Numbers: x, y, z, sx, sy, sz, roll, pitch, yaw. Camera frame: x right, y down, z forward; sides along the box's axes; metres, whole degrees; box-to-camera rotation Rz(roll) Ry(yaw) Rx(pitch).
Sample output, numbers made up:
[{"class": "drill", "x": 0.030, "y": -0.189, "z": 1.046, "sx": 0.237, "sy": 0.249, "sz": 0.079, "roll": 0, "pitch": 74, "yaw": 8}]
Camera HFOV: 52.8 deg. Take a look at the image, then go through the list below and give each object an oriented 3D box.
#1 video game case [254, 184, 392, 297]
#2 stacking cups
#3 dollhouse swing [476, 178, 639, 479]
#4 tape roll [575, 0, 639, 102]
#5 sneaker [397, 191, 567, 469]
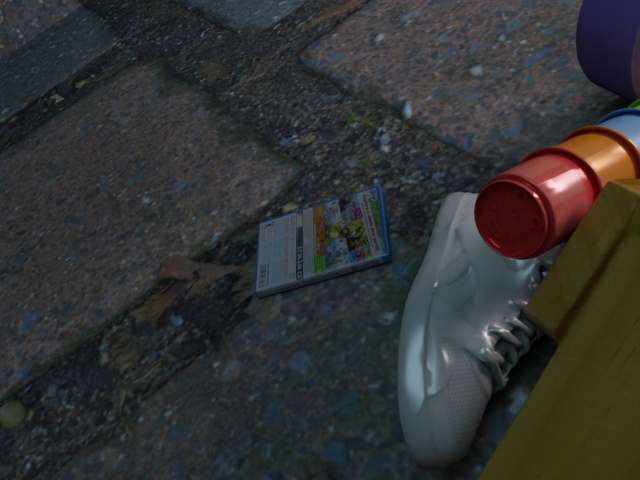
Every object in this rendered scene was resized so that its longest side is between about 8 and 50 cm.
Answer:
[{"class": "video game case", "x": 0.000, "y": 0.000, "z": 0.778, "sx": 0.166, "sy": 0.015, "sz": 0.119, "roll": -17, "pitch": 43, "yaw": 15}, {"class": "stacking cups", "x": 0.242, "y": -0.059, "z": 0.543, "sx": 0.316, "sy": 0.095, "sz": 0.096, "roll": -23, "pitch": 35, "yaw": -34}, {"class": "dollhouse swing", "x": 0.319, "y": 0.163, "z": 0.412, "sx": 0.315, "sy": 0.304, "sz": 0.347, "roll": -4, "pitch": 28, "yaw": -35}, {"class": "tape roll", "x": 0.366, "y": -0.233, "z": 0.664, "sx": 0.189, "sy": 0.189, "sz": 0.080, "roll": -34, "pitch": 43, "yaw": -4}, {"class": "sneaker", "x": 0.173, "y": 0.059, "z": 0.557, "sx": 0.169, "sy": 0.108, "sz": 0.292, "roll": -4, "pitch": 47, "yaw": 30}]
